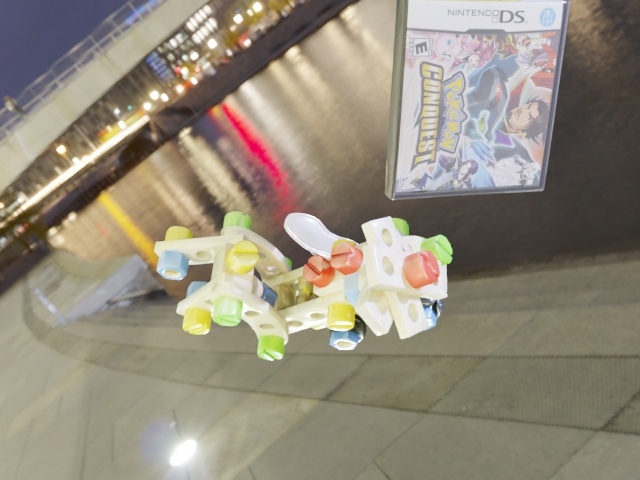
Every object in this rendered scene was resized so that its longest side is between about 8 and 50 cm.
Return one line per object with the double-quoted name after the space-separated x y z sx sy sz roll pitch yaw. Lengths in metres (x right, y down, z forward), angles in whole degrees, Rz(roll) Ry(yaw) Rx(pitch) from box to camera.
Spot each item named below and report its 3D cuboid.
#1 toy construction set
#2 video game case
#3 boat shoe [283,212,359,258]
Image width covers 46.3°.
0.003 0.036 0.749 0.327 0.215 0.151 -6 60 45 "toy construction set"
0.218 -0.198 1.050 0.248 0.275 0.035 -4 21 -17 "video game case"
0.000 0.000 1.038 0.038 0.125 0.046 -12 58 64 "boat shoe"
